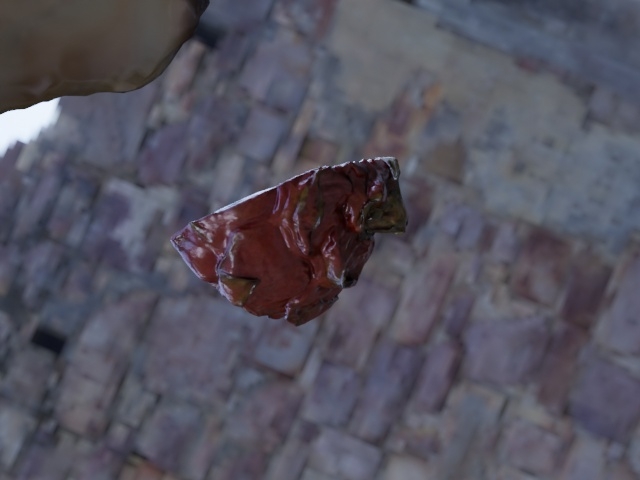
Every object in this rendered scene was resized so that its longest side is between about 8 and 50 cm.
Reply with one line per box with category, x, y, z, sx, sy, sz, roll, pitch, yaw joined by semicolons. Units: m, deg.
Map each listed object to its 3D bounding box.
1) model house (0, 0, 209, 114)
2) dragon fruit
model house;-0.116;-0.127;0.298;0.166;0.172;0.183;-15;-37;-30
dragon fruit;0.000;0.000;1.112;0.106;0.083;0.162;-27;-10;29
